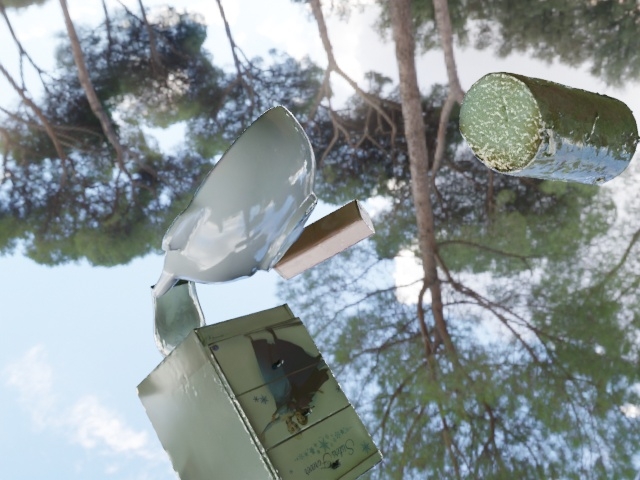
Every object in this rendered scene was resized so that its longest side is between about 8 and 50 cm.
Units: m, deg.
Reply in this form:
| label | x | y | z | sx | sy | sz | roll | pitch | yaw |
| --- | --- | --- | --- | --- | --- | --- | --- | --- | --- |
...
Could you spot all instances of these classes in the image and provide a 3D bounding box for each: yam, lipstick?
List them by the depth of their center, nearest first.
| label | x | y | z | sx | sy | sz | roll | pitch | yaw |
| --- | --- | --- | --- | --- | --- | --- | --- | --- | --- |
| lipstick | 0.000 | 0.000 | 0.850 | 0.145 | 0.045 | 0.045 | -29 | -137 | 15 |
| yam | 0.396 | -0.185 | 1.052 | 0.305 | 0.167 | 0.168 | 2 | -154 | -30 |

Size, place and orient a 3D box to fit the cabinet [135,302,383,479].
| label | x | y | z | sx | sy | sz | roll | pitch | yaw |
| --- | --- | --- | --- | --- | --- | --- | --- | --- | --- |
| cabinet | -0.068 | 0.198 | 0.670 | 0.145 | 0.150 | 0.206 | -10 | -117 | -52 |

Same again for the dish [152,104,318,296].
| label | x | y | z | sx | sy | sz | roll | pitch | yaw |
| --- | --- | --- | --- | --- | --- | --- | --- | --- | --- |
| dish | -0.065 | -0.020 | 0.631 | 0.086 | 0.228 | 0.236 | 36 | -129 | 3 |

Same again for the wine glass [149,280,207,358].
| label | x | y | z | sx | sy | sz | roll | pitch | yaw |
| --- | --- | --- | --- | --- | --- | --- | --- | --- | --- |
| wine glass | -0.237 | 0.166 | 1.052 | 0.093 | 0.202 | 0.093 | -6 | -173 | 1 |
